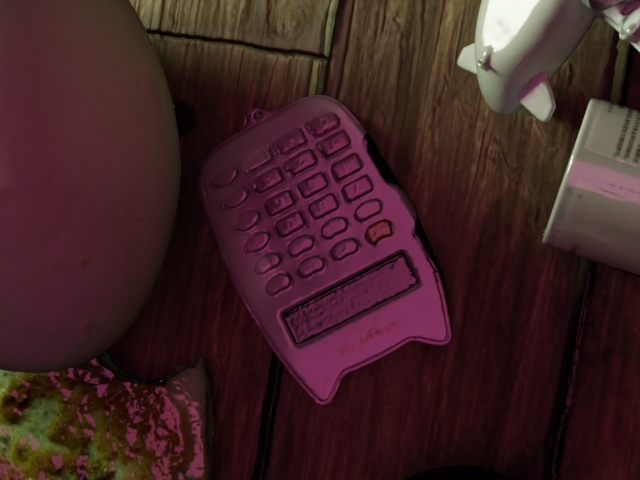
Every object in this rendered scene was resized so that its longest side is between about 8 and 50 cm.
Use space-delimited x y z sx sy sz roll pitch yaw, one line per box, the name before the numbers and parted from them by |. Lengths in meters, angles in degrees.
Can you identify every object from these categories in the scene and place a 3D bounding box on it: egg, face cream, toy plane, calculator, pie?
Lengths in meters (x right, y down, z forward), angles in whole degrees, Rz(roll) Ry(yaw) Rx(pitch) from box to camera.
egg | -0.278 -0.046 1.189 0.354 0.354 0.340 -27 99 10
face cream | 0.394 -0.005 1.162 0.369 0.145 0.145 20 96 10
toy plane | 0.210 -0.227 1.177 0.252 0.118 0.252 3 94 47
calculator | 0.001 0.000 1.290 0.194 0.043 0.294 -28 84 11
pie | -0.244 0.207 1.326 0.302 0.067 0.302 0 92 11

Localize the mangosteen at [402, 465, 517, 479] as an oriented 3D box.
mangosteen | 0.117 0.325 1.167 0.235 0.261 0.235 1 94 11
